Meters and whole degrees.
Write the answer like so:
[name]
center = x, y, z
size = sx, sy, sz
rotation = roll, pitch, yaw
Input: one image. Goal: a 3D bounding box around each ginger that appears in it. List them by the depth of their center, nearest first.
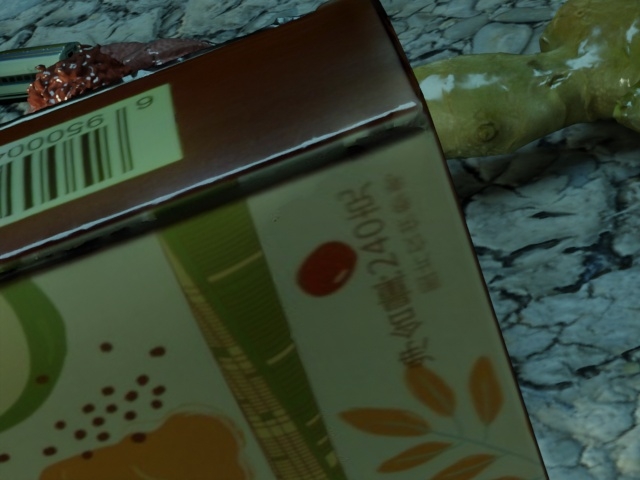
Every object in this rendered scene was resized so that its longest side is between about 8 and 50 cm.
[ginger]
center = 0.273, -0.148, 1.221
size = 0.348, 0.122, 0.363
rotation = 18, 38, 35

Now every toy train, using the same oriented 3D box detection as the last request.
[toy train]
center = -0.366, -0.176, 1.702
size = 0.252, 0.048, 0.055
rotation = -3, 33, 28

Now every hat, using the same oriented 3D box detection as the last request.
[hat]
center = -0.179, -0.114, 1.380
size = 0.237, 0.107, 0.286
rotation = -29, -2, 4

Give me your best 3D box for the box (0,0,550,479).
[box]
center = -0.071, 0.130, 0.713
size = 0.345, 0.385, 0.122
rotation = -20, 31, 2
